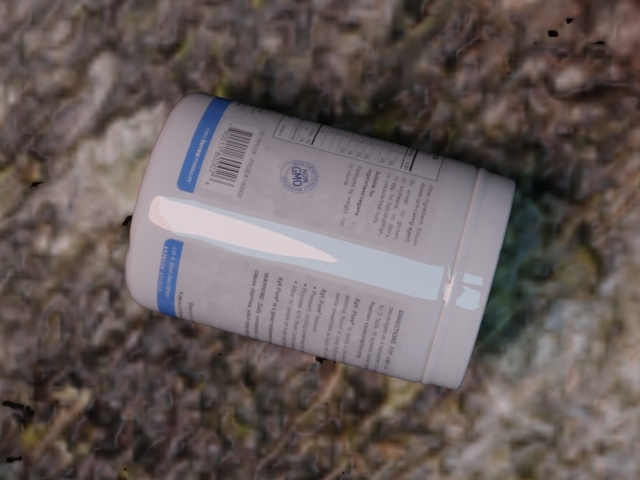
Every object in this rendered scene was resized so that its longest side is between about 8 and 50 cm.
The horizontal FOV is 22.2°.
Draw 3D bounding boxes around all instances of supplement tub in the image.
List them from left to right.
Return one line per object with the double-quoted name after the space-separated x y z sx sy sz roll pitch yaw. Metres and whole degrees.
0.000 0.000 0.500 0.107 0.071 0.071 16 103 4 "supplement tub"
